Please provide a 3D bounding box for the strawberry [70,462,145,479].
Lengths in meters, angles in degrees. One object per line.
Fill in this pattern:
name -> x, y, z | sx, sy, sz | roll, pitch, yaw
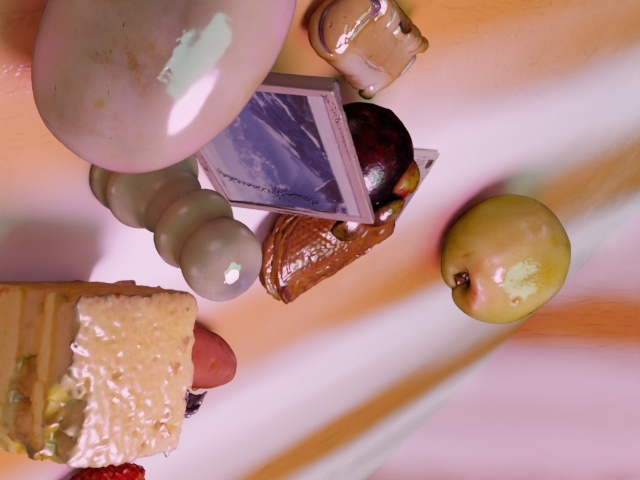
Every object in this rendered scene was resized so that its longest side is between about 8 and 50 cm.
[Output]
strawberry -> -0.430, 0.489, 1.559 | 0.190, 0.111, 0.236 | -54, 176, -5

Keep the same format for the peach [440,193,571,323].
peach -> 0.438, 0.038, 1.917 | 0.315, 0.282, 0.314 | -33, -176, -10

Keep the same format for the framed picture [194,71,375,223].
framed picture -> -0.067, -0.120, 1.091 | 0.335, 0.247, 0.022 | 67, 34, -61

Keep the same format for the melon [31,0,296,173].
melon -> -0.158, -0.217, 0.820 | 0.317, 0.223, 0.223 | -52, 152, 12

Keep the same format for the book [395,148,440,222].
book -> 0.162, -0.108, 1.624 | 0.127, 0.014, 0.182 | -3, 131, -52

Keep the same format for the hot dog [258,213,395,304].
hot dog -> 0.000, 0.000, 1.442 | 0.272, 0.122, 0.196 | -34, 149, -12

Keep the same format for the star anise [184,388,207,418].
star anise -> -0.296, 0.298, 1.440 | 0.204, 0.061, 0.180 | -18, 154, 35

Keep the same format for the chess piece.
chess piece -> -0.171, -0.024, 1.031 | 0.144, 0.251, 0.144 | -34, 150, -22

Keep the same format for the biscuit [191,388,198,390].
biscuit -> -0.223, 0.259, 1.599 | 0.083, 0.018, 0.081 | -29, 149, -26

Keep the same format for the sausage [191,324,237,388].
sausage -> -0.232, 0.199, 1.401 | 0.113, 0.113, 0.259 | -46, 151, 3

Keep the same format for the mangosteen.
mangosteen -> 0.059, -0.118, 1.270 | 0.209, 0.210, 0.210 | -33, 150, -22

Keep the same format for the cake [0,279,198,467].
cake -> -0.342, 0.158, 1.063 | 0.227, 0.286, 0.223 | 8, 88, -57

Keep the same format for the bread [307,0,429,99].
bread -> 0.070, -0.294, 1.176 | 0.134, 0.081, 0.225 | -44, 155, 10
